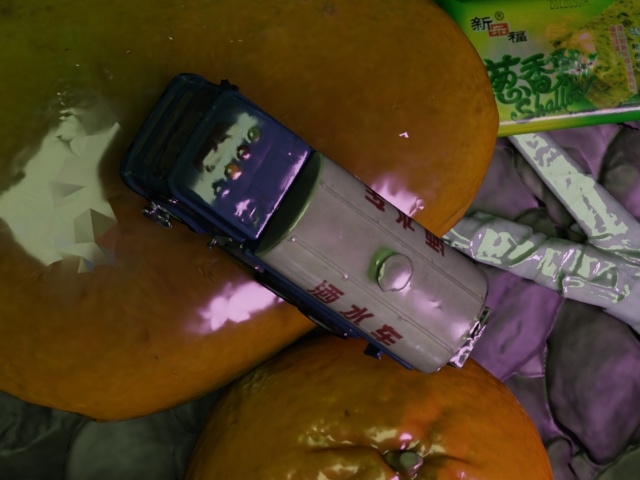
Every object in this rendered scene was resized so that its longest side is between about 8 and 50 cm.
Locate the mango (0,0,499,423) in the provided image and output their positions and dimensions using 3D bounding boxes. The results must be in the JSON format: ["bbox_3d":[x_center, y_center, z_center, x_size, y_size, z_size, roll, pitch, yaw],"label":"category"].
[{"bbox_3d":[-0.073,-0.041,0.985,0.365,0.182,0.253,-14,97,-11],"label":"mango"}]

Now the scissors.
[{"bbox_3d":[0.230,0.037,1.123,0.383,0.029,0.256,34,91,-7],"label":"scissors"}]

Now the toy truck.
[{"bbox_3d":[0.000,0.000,0.887,0.201,0.088,0.074,36,83,-28],"label":"toy truck"}]

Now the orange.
[{"bbox_3d":[0.027,0.157,1.014,0.219,0.193,0.219,-1,84,5],"label":"orange"}]

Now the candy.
[{"bbox_3d":[0.155,-0.113,1.093,0.178,0.032,0.102,-7,78,-13],"label":"candy"}]
